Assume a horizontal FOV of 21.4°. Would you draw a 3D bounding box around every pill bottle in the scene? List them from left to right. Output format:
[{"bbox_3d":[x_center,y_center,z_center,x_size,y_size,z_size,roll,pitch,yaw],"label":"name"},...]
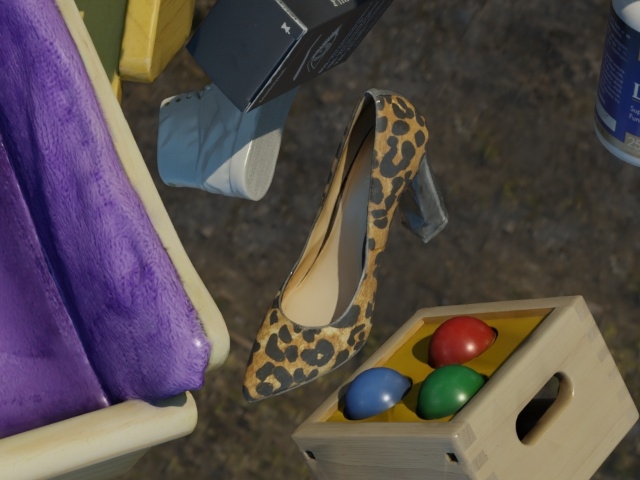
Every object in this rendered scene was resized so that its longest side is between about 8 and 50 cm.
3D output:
[{"bbox_3d":[0.389,-0.220,1.856,0.153,0.153,0.264,14,134,15],"label":"pill bottle"}]

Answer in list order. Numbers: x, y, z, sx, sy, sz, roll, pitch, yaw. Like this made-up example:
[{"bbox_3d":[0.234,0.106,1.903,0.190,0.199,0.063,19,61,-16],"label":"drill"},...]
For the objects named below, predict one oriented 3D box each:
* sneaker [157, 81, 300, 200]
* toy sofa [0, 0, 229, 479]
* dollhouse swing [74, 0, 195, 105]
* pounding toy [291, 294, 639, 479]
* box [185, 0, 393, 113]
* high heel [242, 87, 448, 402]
[{"bbox_3d":[-0.121,-0.199,2.166,0.169,0.292,0.108,7,161,29],"label":"sneaker"},{"bbox_3d":[-0.203,-0.034,0.933,0.177,0.150,0.362,-44,65,53],"label":"toy sofa"},{"bbox_3d":[-0.306,-0.158,1.551,0.347,0.315,0.305,8,110,3],"label":"dollhouse swing"},{"bbox_3d":[0.067,0.086,0.967,0.206,0.181,0.094,-7,117,48],"label":"pounding toy"},{"bbox_3d":[-0.026,-0.256,1.912,0.108,0.207,0.153,49,132,8],"label":"box"},{"bbox_3d":[0.000,0.000,1.402,0.093,0.261,0.186,28,156,35],"label":"high heel"}]
